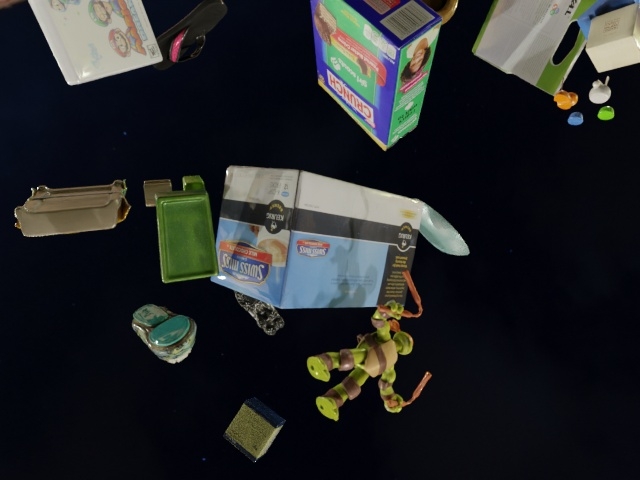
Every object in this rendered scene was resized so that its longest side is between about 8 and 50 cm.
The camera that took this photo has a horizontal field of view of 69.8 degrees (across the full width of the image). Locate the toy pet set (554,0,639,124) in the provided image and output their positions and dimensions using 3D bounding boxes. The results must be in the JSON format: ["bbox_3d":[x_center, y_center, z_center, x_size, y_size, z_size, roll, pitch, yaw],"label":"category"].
[{"bbox_3d":[0.295,-0.182,0.451,0.122,0.114,0.065,0,-114,50],"label":"toy pet set"}]

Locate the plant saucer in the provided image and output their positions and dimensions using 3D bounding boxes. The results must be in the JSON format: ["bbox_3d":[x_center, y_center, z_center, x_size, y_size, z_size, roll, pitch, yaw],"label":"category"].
[{"bbox_3d":[0.285,-0.022,1.145,0.037,0.195,0.195,-44,-116,0],"label":"plant saucer"}]

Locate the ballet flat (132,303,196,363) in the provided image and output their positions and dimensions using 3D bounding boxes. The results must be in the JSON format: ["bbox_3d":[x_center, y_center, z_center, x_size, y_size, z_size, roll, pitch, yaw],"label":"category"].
[{"bbox_3d":[-0.211,0.136,0.644,0.070,0.070,0.188,-51,-151,-17],"label":"ballet flat"}]

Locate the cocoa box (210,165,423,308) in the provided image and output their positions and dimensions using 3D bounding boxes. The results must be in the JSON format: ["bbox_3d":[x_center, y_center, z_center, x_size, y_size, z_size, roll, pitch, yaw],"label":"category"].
[{"bbox_3d":[0.000,0.000,0.908,0.231,0.347,0.228,12,-86,46],"label":"cocoa box"}]

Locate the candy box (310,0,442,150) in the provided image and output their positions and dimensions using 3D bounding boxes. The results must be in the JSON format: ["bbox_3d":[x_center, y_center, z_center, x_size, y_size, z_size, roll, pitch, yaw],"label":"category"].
[{"bbox_3d":[0.105,-0.396,0.989,0.122,0.317,0.268,-37,-110,-10],"label":"candy box"}]

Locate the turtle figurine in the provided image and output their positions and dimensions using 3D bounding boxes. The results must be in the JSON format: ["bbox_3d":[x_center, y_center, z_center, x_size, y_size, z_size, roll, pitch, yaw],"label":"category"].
[{"bbox_3d":[0.084,0.190,0.778,0.217,0.270,0.087,-18,-154,-31],"label":"turtle figurine"}]

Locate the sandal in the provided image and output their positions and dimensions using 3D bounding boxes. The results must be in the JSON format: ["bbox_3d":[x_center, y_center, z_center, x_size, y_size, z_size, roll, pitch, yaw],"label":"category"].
[{"bbox_3d":[-0.221,-0.330,0.760,0.179,0.067,0.040,-24,-89,32],"label":"sandal"}]

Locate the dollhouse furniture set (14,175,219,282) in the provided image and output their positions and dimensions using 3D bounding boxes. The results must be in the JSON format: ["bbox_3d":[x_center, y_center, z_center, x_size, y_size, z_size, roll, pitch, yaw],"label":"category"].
[{"bbox_3d":[-0.353,-0.018,0.827,0.301,0.151,0.197,-7,-160,-19],"label":"dollhouse furniture set"}]

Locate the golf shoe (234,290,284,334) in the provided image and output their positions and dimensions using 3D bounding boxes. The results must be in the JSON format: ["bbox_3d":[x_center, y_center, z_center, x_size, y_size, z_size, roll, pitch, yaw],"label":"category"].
[{"bbox_3d":[-0.172,0.157,1.207,0.077,0.198,0.094,-29,-163,-9],"label":"golf shoe"}]

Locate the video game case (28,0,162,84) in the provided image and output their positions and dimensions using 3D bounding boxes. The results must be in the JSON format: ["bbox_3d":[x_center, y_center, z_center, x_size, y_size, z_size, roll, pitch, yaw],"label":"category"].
[{"bbox_3d":[-0.225,-0.243,0.444,0.019,0.157,0.143,-6,-154,19],"label":"video game case"}]

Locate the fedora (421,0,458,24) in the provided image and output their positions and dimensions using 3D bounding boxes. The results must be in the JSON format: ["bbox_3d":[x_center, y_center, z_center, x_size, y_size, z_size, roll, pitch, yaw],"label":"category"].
[{"bbox_3d":[0.248,-0.612,1.128,0.194,0.079,0.195,1,-92,-24],"label":"fedora"}]

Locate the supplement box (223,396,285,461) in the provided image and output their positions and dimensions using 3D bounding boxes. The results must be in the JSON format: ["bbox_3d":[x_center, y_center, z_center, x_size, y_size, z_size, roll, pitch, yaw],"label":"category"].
[{"bbox_3d":[-0.131,0.376,0.918,0.083,0.056,0.083,32,-94,17],"label":"supplement box"}]

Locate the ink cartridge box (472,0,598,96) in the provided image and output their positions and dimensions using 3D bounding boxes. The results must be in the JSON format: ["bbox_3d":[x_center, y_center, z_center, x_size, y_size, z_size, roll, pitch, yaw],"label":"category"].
[{"bbox_3d":[0.458,-0.427,0.936,0.097,0.189,0.255,-5,-139,-29],"label":"ink cartridge box"}]
